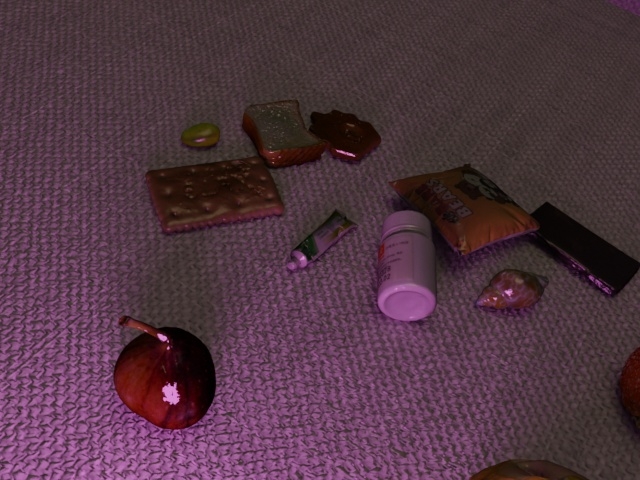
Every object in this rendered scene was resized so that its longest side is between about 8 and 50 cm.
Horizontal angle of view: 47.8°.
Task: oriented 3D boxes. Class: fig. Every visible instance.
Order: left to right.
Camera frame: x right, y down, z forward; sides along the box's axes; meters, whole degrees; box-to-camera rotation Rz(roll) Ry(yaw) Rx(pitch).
[{"bbox_3d":[-0.285,0.236,1.382,0.204,0.249,0.186,42,42,21],"label":"fig"}]

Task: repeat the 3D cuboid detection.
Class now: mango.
[{"bbox_3d":[-0.327,-0.287,1.968,0.108,0.056,0.073,-10,47,-6],"label":"mango"}]

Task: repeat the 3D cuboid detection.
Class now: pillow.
[{"bbox_3d":[0.382,-0.091,1.910,0.312,0.119,0.310,-16,51,-32],"label":"pillow"}]

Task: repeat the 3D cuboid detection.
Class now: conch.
[{"bbox_3d":[0.482,0.119,1.771,0.173,0.106,0.116,-9,29,-44],"label":"conch"}]

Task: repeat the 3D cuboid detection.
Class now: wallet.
[{"bbox_3d":[0.698,0.018,1.948,0.309,0.042,0.165,39,51,20],"label":"wallet"}]

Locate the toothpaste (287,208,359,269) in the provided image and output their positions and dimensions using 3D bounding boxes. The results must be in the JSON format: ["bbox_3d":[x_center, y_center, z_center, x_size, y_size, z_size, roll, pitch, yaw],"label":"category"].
[{"bbox_3d":[0.000,0.000,1.799,0.078,0.047,0.248,37,49,14],"label":"toothpaste"}]

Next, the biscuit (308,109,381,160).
[{"bbox_3d":[0.057,-0.312,2.094,0.215,0.034,0.182,34,49,20],"label":"biscuit"}]

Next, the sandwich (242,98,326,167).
[{"bbox_3d":[-0.108,-0.302,2.025,0.186,0.065,0.214,-11,52,-22],"label":"sandwich"}]

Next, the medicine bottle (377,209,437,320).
[{"bbox_3d":[0.208,0.056,1.730,0.145,0.144,0.252,11,50,-4],"label":"medicine bottle"}]

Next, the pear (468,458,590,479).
[{"bbox_3d":[0.381,0.512,1.295,0.271,0.271,0.271,7,48,-8],"label":"pear"}]

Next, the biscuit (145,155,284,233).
[{"bbox_3d":[-0.269,-0.126,1.847,0.325,0.044,0.217,-10,51,-21],"label":"biscuit"}]

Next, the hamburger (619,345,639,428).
[{"bbox_3d":[0.765,0.315,1.587,0.147,0.237,0.236,15,45,-22],"label":"hamburger"}]
